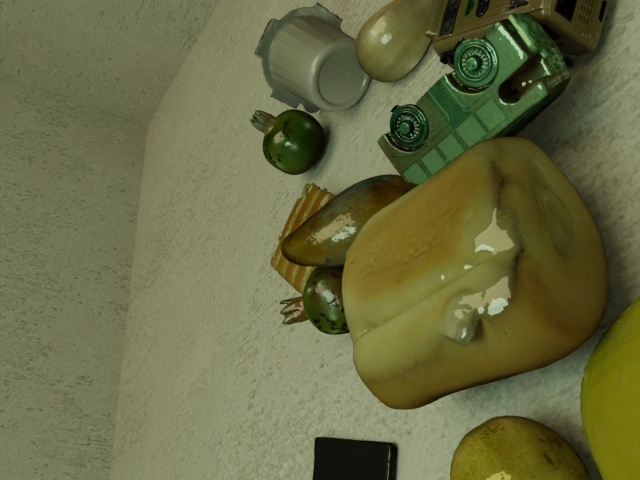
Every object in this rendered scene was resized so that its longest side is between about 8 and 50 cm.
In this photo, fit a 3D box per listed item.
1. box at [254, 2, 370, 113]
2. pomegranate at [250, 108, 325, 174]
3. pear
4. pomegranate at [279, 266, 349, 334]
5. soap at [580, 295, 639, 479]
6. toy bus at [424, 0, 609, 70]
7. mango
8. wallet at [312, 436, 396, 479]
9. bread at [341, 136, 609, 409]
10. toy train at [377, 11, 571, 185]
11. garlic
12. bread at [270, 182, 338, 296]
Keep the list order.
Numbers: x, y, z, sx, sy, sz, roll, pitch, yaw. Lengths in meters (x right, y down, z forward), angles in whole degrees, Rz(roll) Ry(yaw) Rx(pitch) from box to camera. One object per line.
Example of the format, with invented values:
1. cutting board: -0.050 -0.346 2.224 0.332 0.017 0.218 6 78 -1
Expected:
1. box: 0.002 -0.419 1.554 0.206 0.263 0.291 45 153 46
2. pomegranate: -0.093 -0.271 1.619 0.180 0.210 0.180 -53 19 28
3. pear: 0.249 0.308 0.785 0.178 0.178 0.177 -35 47 47
4. pomegranate: 0.016 0.125 1.251 0.205 0.159 0.159 -18 53 16
5. soap: 0.440 0.137 0.601 0.427 0.115 0.306 -52 39 31
6. toy bus: 0.317 -0.369 1.030 0.290 0.157 0.139 12 85 60
7. mango: 0.060 -0.030 1.203 0.317 0.146 0.193 -19 14 15
8. wallet: 0.059 0.444 1.172 0.244 0.025 0.124 -20 58 53
9. bread: 0.208 0.060 0.891 0.376 0.253 0.347 -37 38 42
10. toy train: 0.227 -0.203 0.959 0.159 0.129 0.326 55 135 6
11. garlic: 0.175 -0.460 1.373 0.245 0.145 0.164 -45 8 36
12. bread: 0.000 0.000 1.419 0.239 0.111 0.245 35 105 58
